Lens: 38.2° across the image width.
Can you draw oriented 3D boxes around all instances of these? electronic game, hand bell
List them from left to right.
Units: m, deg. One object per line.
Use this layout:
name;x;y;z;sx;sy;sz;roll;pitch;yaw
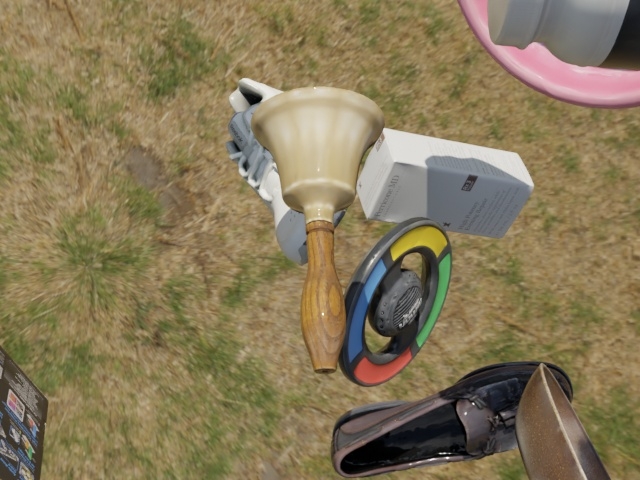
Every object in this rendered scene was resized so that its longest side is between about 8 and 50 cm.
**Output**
hand bell;0.000;0.000;0.820;0.126;0.126;0.242;5;66;-14
electronic game;0.097;0.080;1.171;0.229;0.048;0.229;-32;134;-40

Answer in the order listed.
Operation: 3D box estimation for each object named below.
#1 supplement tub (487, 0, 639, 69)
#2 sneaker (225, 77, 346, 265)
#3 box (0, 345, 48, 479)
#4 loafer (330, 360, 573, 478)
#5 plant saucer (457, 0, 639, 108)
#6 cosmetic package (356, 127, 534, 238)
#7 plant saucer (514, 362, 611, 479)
supplement tub;0.276;-0.223;0.704;0.272;0.191;0.191;4;87;2
sneaker;-0.051;-0.082;1.072;0.129;0.297;0.111;26;118;-28
box;-0.426;0.176;1.048;0.073;0.293;0.295;-30;117;2
loafer;0.156;0.228;1.105;0.303;0.095;0.109;-17;99;12
plant saucer;0.298;-0.302;0.971;0.332;0.332;0.084;53;50;-7
cosmetic package;0.182;-0.081;1.366;0.231;0.117;0.085;6;42;-20
plant saucer;0.243;0.257;0.800;0.050;0.310;0.310;-28;96;13
